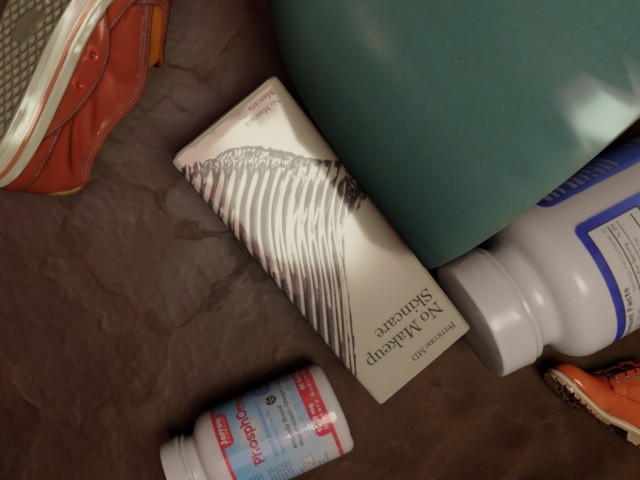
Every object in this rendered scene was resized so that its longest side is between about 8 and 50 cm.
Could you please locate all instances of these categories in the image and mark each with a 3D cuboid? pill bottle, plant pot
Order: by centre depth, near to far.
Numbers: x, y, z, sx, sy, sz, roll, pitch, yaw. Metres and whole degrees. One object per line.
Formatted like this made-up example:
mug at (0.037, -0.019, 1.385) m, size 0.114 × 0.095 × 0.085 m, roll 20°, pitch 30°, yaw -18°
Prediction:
plant pot at (0.104, -0.163, 0.506) m, size 0.293 × 0.293 × 0.235 m, roll -44°, pitch 91°, yaw -2°
pill bottle at (-0.057, 0.181, 0.622) m, size 0.160 × 0.087 × 0.087 m, roll -23°, pitch 103°, yaw -7°
pill bottle at (0.251, 0.010, 0.623) m, size 0.272 × 0.152 × 0.152 m, roll -27°, pitch 103°, yaw -5°

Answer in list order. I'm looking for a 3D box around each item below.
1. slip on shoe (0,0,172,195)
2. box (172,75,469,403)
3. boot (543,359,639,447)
slip on shoe at (-0.166, -0.182, 0.540) m, size 0.101 × 0.123 × 0.331 m, roll 28°, pitch 90°, yaw -55°
box at (0.000, 0.000, 0.600) m, size 0.113 × 0.094 × 0.275 m, roll -41°, pitch 104°, yaw -2°
boot at (0.299, 0.149, 0.707) m, size 0.158 × 0.059 × 0.084 m, roll 31°, pitch 89°, yaw -23°
